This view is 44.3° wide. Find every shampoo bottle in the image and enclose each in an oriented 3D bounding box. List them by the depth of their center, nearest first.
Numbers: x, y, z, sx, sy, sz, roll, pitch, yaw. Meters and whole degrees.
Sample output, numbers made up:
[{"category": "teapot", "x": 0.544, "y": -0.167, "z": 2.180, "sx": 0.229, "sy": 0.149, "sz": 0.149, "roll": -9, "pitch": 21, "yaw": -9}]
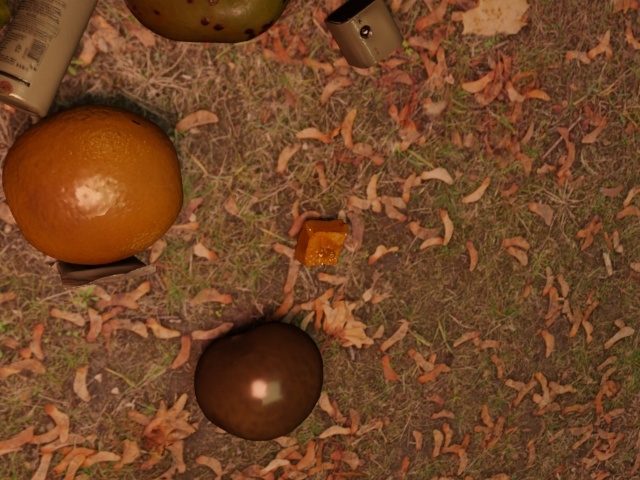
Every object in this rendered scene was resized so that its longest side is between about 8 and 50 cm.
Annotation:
[{"category": "shampoo bottle", "x": -0.340, "y": -0.292, "z": 1.007, "sx": 0.085, "sy": 0.085, "sz": 0.262, "roll": 26, "pitch": 82, "yaw": -30}]

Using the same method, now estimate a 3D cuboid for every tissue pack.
[{"category": "tissue pack", "x": -0.309, "y": 0.041, "z": 1.108, "sx": 0.123, "sy": 0.193, "sz": 0.026, "roll": -6, "pitch": 97, "yaw": -23}]

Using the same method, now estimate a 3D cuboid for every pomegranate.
[{"category": "pomegranate", "x": -0.123, "y": -0.384, "z": 0.957, "sx": 0.291, "sy": 0.323, "sz": 0.290, "roll": -6, "pitch": 104, "yaw": -26}]

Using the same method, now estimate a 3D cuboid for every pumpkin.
[{"category": "pumpkin", "x": 0.000, "y": 0.000, "z": 1.314, "sx": 0.074, "sy": 0.054, "sz": 0.083, "roll": 1, "pitch": 130, "yaw": -22}]

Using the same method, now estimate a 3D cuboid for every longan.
[{"category": "longan", "x": -0.097, "y": 0.231, "z": 1.282, "sx": 0.212, "sy": 0.198, "sz": 0.198, "roll": -13, "pitch": 114, "yaw": -19}]

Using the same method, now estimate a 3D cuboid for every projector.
[{"category": "projector", "x": 0.067, "y": -0.322, "z": 1.203, "sx": 0.083, "sy": 0.083, "sz": 0.082, "roll": -39, "pitch": 120, "yaw": -8}]

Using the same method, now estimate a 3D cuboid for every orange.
[{"category": "orange", "x": -0.299, "y": -0.074, "z": 1.052, "sx": 0.236, "sy": 0.236, "sz": 0.236, "roll": -9, "pitch": 113, "yaw": -22}]

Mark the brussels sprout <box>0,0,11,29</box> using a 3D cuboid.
[{"category": "brussels sprout", "x": -0.480, "y": -0.288, "z": 0.960, "sx": 0.181, "sy": 0.100, "sz": 0.139, "roll": -20, "pitch": 126, "yaw": -17}]
